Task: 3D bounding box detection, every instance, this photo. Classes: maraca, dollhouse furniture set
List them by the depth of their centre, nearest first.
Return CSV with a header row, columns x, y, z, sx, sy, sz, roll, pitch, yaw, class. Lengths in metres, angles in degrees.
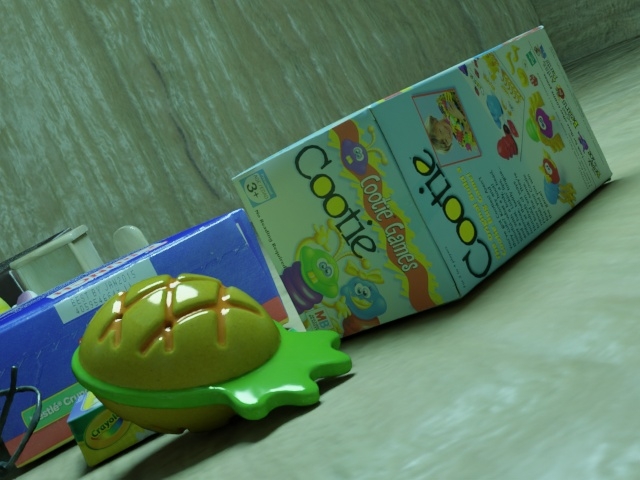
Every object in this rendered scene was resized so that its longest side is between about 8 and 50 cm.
x,y,z,sx,sy,sz,roll,pitch,yaw,class
-0.072,0.075,0.712,0.185,0.099,0.127,7,27,29,maraca
-0.286,0.024,1.701,0.303,0.174,0.355,-23,11,23,dollhouse furniture set

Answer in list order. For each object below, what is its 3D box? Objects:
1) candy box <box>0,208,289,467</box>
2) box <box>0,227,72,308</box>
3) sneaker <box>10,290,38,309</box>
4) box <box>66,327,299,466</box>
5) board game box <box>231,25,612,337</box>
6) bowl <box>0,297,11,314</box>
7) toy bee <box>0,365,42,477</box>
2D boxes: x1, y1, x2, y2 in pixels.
x,y,z,sx,sy,sz,roll,pitch,yaw,class
-0.203,0.087,1.085,0.268,0.122,0.317,-26,3,-17,candy box
-0.486,0.113,1.885,0.203,0.168,0.167,-23,14,33,box
-0.382,0.165,1.445,0.236,0.104,0.095,-45,35,35,sneaker
-0.098,0.102,0.842,0.179,0.043,0.105,-25,5,-7,box
0.089,-0.049,0.868,0.142,0.144,0.275,-23,5,40,board game box
-0.568,0.184,1.547,0.289,0.289,0.156,-24,48,22,bowl
-0.365,0.145,0.875,0.298,0.162,0.195,-47,35,24,toy bee
